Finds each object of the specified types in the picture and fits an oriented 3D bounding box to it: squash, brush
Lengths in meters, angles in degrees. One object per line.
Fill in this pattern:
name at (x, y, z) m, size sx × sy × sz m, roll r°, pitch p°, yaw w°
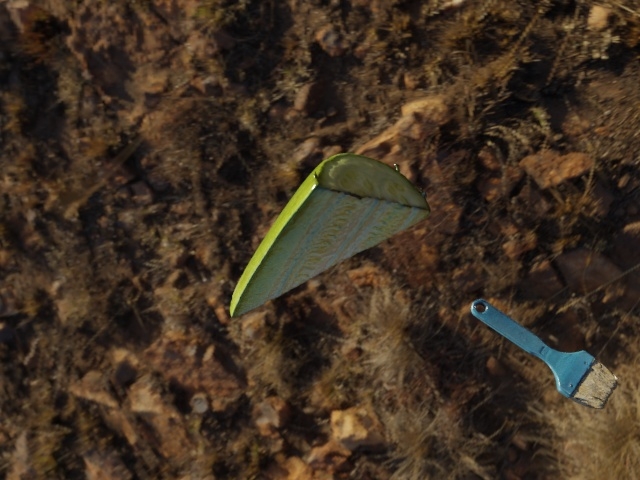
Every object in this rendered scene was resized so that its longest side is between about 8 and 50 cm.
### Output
squash at (0.000, 0.000, 1.224) m, size 0.289 × 0.203 × 0.111 m, roll -58°, pitch 34°, yaw 37°
brush at (0.224, 0.111, 0.837) m, size 0.164 × 0.051 × 0.014 m, roll 35°, pitch 159°, yaw 13°
